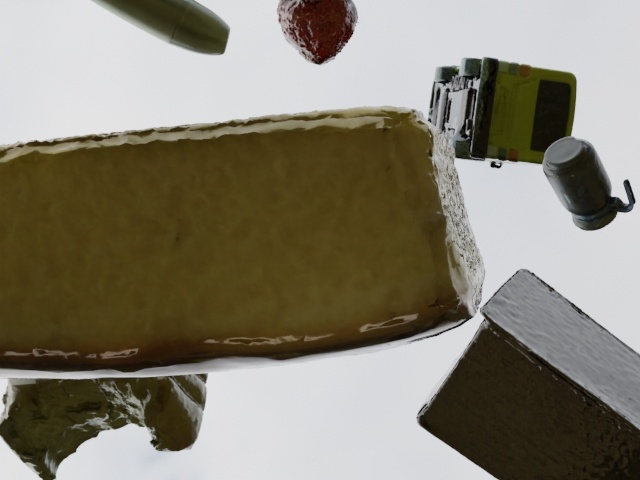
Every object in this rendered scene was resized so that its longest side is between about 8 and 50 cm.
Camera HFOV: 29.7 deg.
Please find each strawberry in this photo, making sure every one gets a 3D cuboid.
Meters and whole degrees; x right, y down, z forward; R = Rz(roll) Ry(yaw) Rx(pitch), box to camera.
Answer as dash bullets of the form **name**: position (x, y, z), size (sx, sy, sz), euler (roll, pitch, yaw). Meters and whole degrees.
- **strawberry**: position (-0.005, -0.261, 1.439), size (0.106, 0.106, 0.106), euler (-7, -70, -21)

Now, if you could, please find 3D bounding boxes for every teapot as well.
- **teapot**: position (0.238, -0.054, 1.067), size (0.064, 0.049, 0.083), euler (-24, -54, 18)

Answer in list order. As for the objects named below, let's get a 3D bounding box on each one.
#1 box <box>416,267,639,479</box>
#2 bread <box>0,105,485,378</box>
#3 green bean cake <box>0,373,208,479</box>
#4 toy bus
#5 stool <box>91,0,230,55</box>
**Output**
- **box**: position (0.256, 0.178, 1.228), size (0.273, 0.184, 0.143), euler (36, -66, 10)
- **bread**: position (-0.061, 0.003, 0.782), size (0.324, 0.333, 0.143), euler (-6, -89, 10)
- **green bean cake**: position (-0.263, 0.159, 1.460), size (0.236, 0.233, 0.124), euler (-15, -39, 18)
- **toy bus**: position (0.223, -0.158, 1.543), size (0.150, 0.262, 0.128), euler (7, -86, -8)
- **stool**: position (-0.157, -0.301, 1.128), size (0.199, 0.195, 0.195), euler (16, -45, -4)
